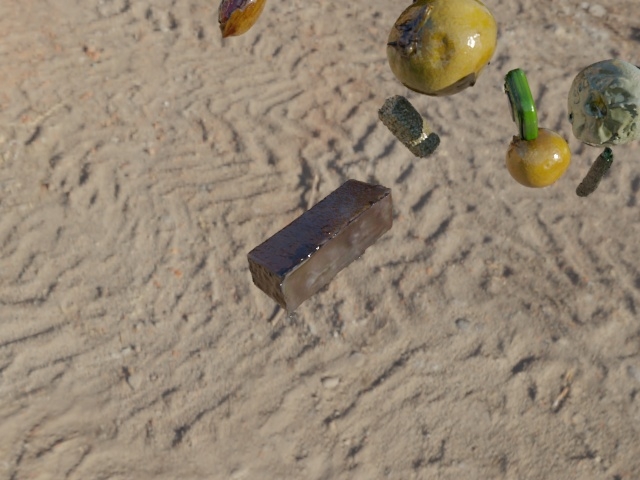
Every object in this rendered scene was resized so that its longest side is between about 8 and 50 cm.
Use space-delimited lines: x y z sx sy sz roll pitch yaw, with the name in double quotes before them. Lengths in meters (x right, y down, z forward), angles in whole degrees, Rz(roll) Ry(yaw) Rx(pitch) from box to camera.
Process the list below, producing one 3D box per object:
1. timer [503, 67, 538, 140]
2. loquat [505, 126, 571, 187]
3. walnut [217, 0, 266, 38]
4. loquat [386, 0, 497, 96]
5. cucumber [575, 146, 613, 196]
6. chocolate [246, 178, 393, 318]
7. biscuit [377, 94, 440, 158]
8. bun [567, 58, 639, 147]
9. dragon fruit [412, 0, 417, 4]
"timer" 0.412 -0.277 1.462 0.047 0.140 0.128 -16 67 13
"loquat" 0.477 -0.184 1.563 0.141 0.141 0.141 3 41 -3
"walnut" -0.230 -0.673 2.059 0.116 0.116 0.207 32 92 27
"loquat" 0.257 -0.427 1.546 0.244 0.244 0.244 3 41 -3
"cucumber" 0.679 -0.165 1.757 0.043 0.256 0.044 -40 72 -7
"chocolate" 0.000 0.000 1.332 0.112 0.112 0.321 27 50 33
"biscuit" 0.214 -0.273 1.700 0.070 0.168 0.082 -9 42 58
"bun" 0.751 -0.355 1.871 0.141 0.239 0.239 -18 45 -36
"dragon fruit" 0.333 -0.637 2.020 0.172 0.209 0.172 -4 34 3
